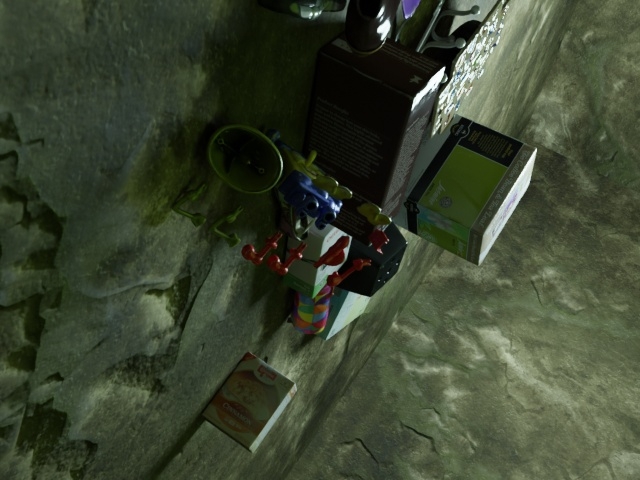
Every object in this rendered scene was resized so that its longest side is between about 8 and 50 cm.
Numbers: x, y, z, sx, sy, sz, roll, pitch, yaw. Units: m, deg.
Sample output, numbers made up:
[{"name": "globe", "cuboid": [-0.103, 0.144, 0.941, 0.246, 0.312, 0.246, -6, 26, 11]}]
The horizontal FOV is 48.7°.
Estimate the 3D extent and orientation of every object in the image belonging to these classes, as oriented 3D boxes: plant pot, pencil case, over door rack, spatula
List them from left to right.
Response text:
[{"name": "pencil case", "cuboid": [-0.024, 0.142, 1.780, 0.104, 0.104, 0.236, -48, 162, -34]}, {"name": "plant pot", "cuboid": [0.112, 0.032, 1.823, 0.187, 0.167, 0.188, -38, 156, -36]}, {"name": "spatula", "cuboid": [0.169, -0.429, 1.464, 0.084, 0.030, 0.296, -55, 164, -33]}, {"name": "over door rack", "cuboid": [0.259, -0.457, 1.472, 0.324, 0.108, 0.239, 93, 21, -60]}]

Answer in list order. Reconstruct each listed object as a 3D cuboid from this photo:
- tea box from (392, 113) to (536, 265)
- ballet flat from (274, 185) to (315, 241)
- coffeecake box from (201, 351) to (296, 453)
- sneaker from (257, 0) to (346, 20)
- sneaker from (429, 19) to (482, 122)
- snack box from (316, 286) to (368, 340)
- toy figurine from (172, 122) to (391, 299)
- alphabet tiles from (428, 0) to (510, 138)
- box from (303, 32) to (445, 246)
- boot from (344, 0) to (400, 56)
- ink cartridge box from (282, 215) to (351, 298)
[{"name": "tea box", "cuboid": [0.415, -0.161, 2.109, 0.329, 0.323, 0.220, -54, 157, -17]}, {"name": "ballet flat", "cuboid": [-0.042, -0.071, 1.382, 0.077, 0.079, 0.221, -50, 161, -27]}, {"name": "coffeecake box", "cuboid": [-0.167, 0.385, 1.689, 0.185, 0.142, 0.068, -53, 163, -22]}, {"name": "sneaker", "cuboid": [-0.012, -0.379, 0.961, 0.229, 0.086, 0.132, -50, 159, -61]}, {"name": "sneaker", "cuboid": [0.351, -0.457, 1.880, 0.124, 0.107, 0.283, -67, 179, -60]}, {"name": "snack box", "cuboid": [0.095, 0.182, 2.246, 0.322, 0.060, 0.187, -24, 141, -63]}, {"name": "toy figurine", "cuboid": [-0.074, -0.087, 1.191, 0.362, 0.217, 0.191, 29, 111, -31]}, {"name": "alphabet tiles", "cuboid": [0.358, -0.414, 1.702, 0.342, 0.011, 0.285, -54, 165, -19]}, {"name": "box", "cuboid": [0.082, -0.190, 1.350, 0.143, 0.191, 0.381, -47, 161, -36]}, {"name": "boot", "cuboid": [0.097, -0.407, 1.052, 0.207, 0.090, 0.248, 109, -5, -87]}, {"name": "ink cartridge box", "cuboid": [0.000, 0.000, 1.601, 0.160, 0.092, 0.219, -47, 160, -36]}]
